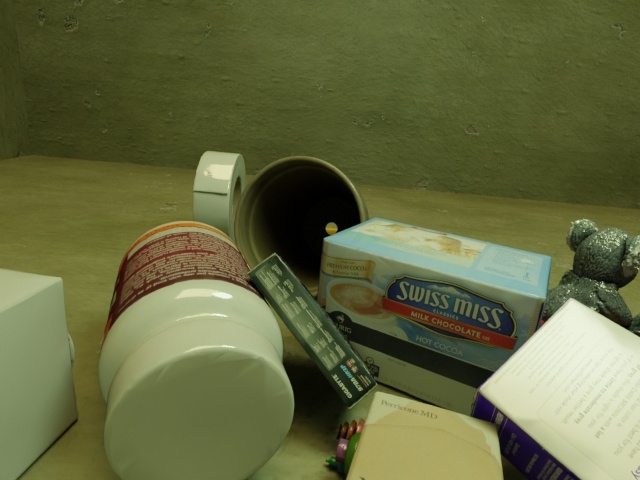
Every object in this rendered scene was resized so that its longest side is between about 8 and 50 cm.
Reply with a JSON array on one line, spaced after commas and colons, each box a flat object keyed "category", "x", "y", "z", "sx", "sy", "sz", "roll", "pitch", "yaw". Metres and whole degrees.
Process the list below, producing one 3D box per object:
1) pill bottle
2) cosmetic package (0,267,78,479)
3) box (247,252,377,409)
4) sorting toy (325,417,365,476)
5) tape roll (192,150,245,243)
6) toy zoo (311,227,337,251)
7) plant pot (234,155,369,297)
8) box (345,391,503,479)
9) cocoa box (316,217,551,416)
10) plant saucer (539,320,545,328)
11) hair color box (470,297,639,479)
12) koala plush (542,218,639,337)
[{"category": "pill bottle", "x": -0.183, "y": 0.128, "z": 0.584, "sx": 0.224, "sy": 0.224, "sz": 0.392, "roll": -2, "pitch": 19, "yaw": -21}, {"category": "cosmetic package", "x": -0.410, "y": 0.186, "z": 0.353, "sx": 0.156, "sy": 0.217, "sz": 0.385, "roll": 7, "pitch": 16, "yaw": 4}, {"category": "box", "x": -0.009, "y": 0.126, "z": 0.610, "sx": 0.220, "sy": 0.051, "sz": 0.175, "roll": 51, "pitch": -4, "yaw": 8}, {"category": "sorting toy", "x": 0.031, "y": 0.258, "z": 0.510, "sx": 0.042, "sy": 0.061, "sz": 0.102, "roll": 10, "pitch": -5, "yaw": 16}, {"category": "tape roll", "x": -0.295, "y": -0.121, "z": 1.224, "sx": 0.100, "sy": 0.286, "sz": 0.286, "roll": 6, "pitch": 18, "yaw": -2}, {"category": "toy zoo", "x": 0.000, "y": 0.000, "z": 1.349, "sx": 0.192, "sy": 0.030, "sz": 0.293, "roll": 3, "pitch": 18, "yaw": -8}, {"category": "plant pot", "x": -0.011, "y": -0.033, "z": 1.046, "sx": 0.323, "sy": 0.323, "sz": 0.280, "roll": 12, "pitch": 6, "yaw": 19}, {"category": "box", "x": 0.075, "y": 0.283, "z": 0.342, "sx": 0.147, "sy": 0.121, "sz": 0.311, "roll": 10, "pitch": 18, "yaw": 15}, {"category": "cocoa box", "x": 0.192, "y": 0.114, "z": 0.727, "sx": 0.347, "sy": 0.228, "sz": 0.231, "roll": 15, "pitch": 20, "yaw": 28}, {"category": "plant saucer", "x": 0.511, "y": 0.202, "z": 0.850, "sx": 0.259, "sy": 0.048, "sz": 0.258, "roll": -12, "pitch": 25, "yaw": -42}, {"category": "hair color box", "x": 0.347, "y": 0.231, "z": 0.403, "sx": 0.185, "sy": 0.110, "sz": 0.339, "roll": -33, "pitch": 46, "yaw": -21}, {"category": "koala plush", "x": 0.558, "y": 0.076, "z": 0.817, "sx": 0.203, "sy": 0.221, "sz": 0.196, "roll": 2, "pitch": 18, "yaw": -10}]
